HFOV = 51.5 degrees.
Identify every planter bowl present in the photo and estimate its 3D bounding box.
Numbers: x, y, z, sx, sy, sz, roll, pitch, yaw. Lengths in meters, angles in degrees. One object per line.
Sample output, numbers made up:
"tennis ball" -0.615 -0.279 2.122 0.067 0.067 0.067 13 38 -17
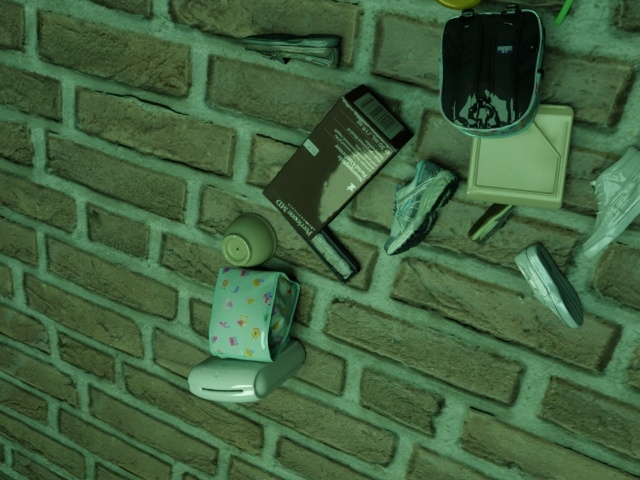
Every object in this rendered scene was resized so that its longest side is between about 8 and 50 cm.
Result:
"planter bowl" -0.223 0.011 1.958 0.162 0.109 0.162 10 114 23

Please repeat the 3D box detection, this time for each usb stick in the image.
"usb stick" 0.000 0.000 1.876 0.077 0.045 0.278 -42 88 26

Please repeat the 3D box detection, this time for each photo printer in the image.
"photo printer" -0.224 0.389 1.991 0.255 0.307 0.107 -3 101 27

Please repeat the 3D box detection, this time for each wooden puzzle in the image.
"wooden puzzle" 0.461 -0.199 1.545 0.220 0.044 0.239 9 106 24

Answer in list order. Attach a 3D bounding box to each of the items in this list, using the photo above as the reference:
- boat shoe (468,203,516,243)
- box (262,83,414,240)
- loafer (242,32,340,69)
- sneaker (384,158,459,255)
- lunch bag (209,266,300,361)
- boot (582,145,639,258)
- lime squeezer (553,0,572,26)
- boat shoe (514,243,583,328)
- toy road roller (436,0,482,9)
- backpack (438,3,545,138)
"boat shoe" 0.431 -0.052 1.632 0.049 0.056 0.152 35 117 -20
"box" 0.037 -0.194 1.706 0.191 0.143 0.381 45 129 1
"loafer" -0.078 -0.480 1.695 0.267 0.096 0.084 8 119 22
"sneaker" 0.237 -0.084 1.702 0.122 0.110 0.283 47 123 24
"lunch bag" -0.202 0.224 1.950 0.223 0.160 0.263 3 72 26
"boot" 0.649 -0.088 1.487 0.123 0.095 0.258 42 115 13
"lime squeezer" 0.591 -0.564 1.333 0.310 0.059 0.110 -29 95 32
"boat shoe" 0.558 0.116 1.624 0.075 0.083 0.226 -33 81 45
"toy road roller" 0.235 -0.608 1.420 0.329 0.202 0.241 -7 118 28
"backpack" 0.369 -0.347 1.433 0.225 0.191 0.254 3 84 23
